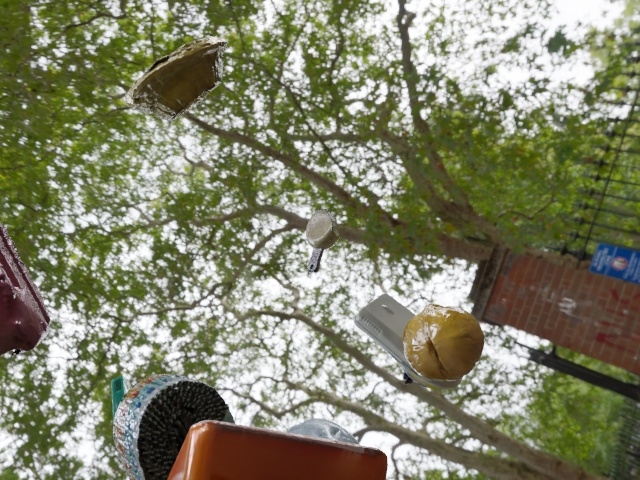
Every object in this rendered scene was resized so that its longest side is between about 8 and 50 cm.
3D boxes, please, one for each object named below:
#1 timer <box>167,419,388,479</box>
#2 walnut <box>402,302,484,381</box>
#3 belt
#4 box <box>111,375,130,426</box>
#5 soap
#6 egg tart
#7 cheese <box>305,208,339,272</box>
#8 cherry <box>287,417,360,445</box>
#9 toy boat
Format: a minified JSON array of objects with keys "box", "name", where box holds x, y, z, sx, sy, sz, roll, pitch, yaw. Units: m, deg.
[{"box":[-0.067,0.344,0.650,0.258,0.161,0.249,15,-60,-14],"name":"timer"},{"box":[0.249,0.204,0.997,0.207,0.159,0.159,1,-75,-63],"name":"walnut"},{"box":[-0.278,0.389,0.969,0.207,0.150,0.257,-31,-73,-39],"name":"belt"},{"box":[-0.507,0.493,1.314,0.042,0.226,0.160,-23,-60,-15],"name":"box"},{"box":[-0.703,0.099,1.056,0.127,0.220,0.324,-28,-90,-16],"name":"soap"},{"box":[-0.333,-0.385,1.202,0.290,0.290,0.115,-45,-71,-29],"name":"egg tart"},{"box":[0.006,-0.003,1.228,0.048,0.092,0.171,32,-135,-41],"name":"cheese"},{"box":[0.011,0.661,1.436,0.218,0.296,0.254,-1,-51,-42],"name":"cherry"},{"box":[0.200,0.249,1.151,0.141,0.269,0.140,-37,-17,-13],"name":"toy boat"}]
